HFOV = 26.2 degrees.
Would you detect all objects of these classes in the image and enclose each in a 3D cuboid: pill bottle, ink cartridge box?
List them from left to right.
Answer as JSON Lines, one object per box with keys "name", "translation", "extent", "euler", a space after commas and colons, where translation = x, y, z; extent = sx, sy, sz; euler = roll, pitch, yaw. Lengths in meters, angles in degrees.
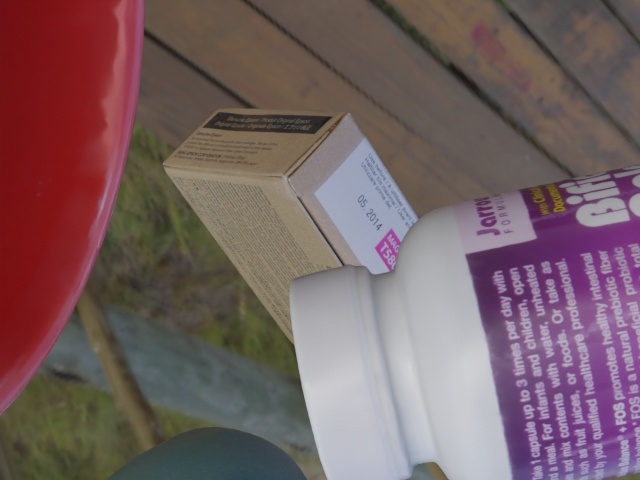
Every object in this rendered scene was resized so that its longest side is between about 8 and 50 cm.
{"name": "ink cartridge box", "translation": [0.000, 0.000, 1.178], "extent": [0.088, 0.193, 0.235], "euler": [-47, 121, -24]}
{"name": "pill bottle", "translation": [0.141, 0.049, 0.759], "extent": [0.301, 0.169, 0.169], "euler": [-12, 143, 3]}

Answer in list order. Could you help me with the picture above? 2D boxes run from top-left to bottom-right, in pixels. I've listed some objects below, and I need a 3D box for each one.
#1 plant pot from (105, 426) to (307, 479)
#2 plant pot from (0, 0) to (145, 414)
{"name": "plant pot", "translation": [-0.104, 0.291, 1.281], "extent": [0.290, 0.195, 0.290], "euler": [8, 138, 8]}
{"name": "plant pot", "translation": [-0.220, -0.078, 0.451], "extent": [0.243, 0.275, 0.275], "euler": [8, 147, 17]}
